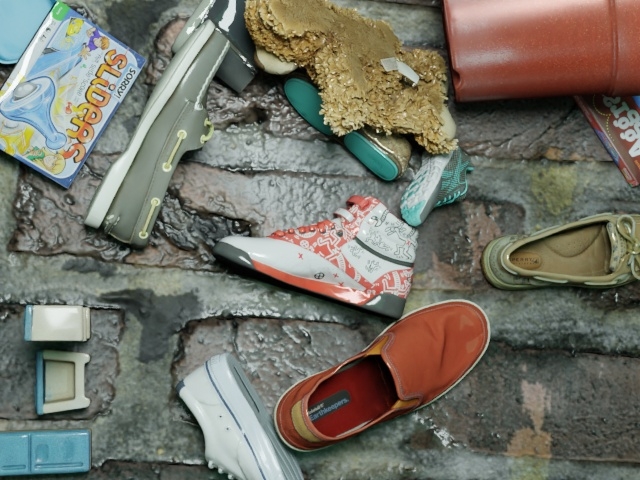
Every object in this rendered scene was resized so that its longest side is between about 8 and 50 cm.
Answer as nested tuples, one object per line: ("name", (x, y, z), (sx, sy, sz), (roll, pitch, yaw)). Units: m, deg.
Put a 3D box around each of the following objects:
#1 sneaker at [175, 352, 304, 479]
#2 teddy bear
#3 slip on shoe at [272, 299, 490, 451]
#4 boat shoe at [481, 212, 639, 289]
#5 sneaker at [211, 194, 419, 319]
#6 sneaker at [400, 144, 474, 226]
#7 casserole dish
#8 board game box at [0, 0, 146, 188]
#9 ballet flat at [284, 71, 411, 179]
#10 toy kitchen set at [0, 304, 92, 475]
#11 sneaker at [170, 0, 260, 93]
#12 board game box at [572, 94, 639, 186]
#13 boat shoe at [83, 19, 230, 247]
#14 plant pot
("sneaker", (-0.097, 0.273, 1.277), (0.091, 0.094, 0.258), (-29, 87, 10))
("teddy bear", (0.042, -0.219, 1.284), (0.338, 0.113, 0.245), (10, 54, -37))
("slip on shoe", (0.095, 0.175, 1.291), (0.331, 0.101, 0.123), (-24, 88, -22))
("boat shoe", (0.370, 0.020, 1.367), (0.285, 0.089, 0.104), (-10, 86, -11))
("sneaker", (0.000, 0.000, 1.310), (0.270, 0.090, 0.145), (18, 81, -11))
("sneaker", (0.166, -0.073, 1.336), (0.076, 0.065, 0.166), (41, 53, -15))
("casserole dish", (-0.408, -0.315, 1.299), (0.114, 0.037, 0.188), (-25, 90, -11))
("board game box", (-0.335, -0.187, 1.276), (0.136, 0.035, 0.201), (32, 82, -23))
("ballet flat", (0.041, -0.166, 1.352), (0.206, 0.073, 0.067), (42, 53, -6))
("toy kitchen set", (-0.343, 0.184, 1.194), (0.122, 0.166, 0.207), (-1, 84, -10))
("sneaker", (-0.094, -0.313, 1.335), (0.118, 0.083, 0.222), (34, 90, -9))
("board game box", (0.434, -0.234, 1.435), (0.145, 0.027, 0.281), (-34, 91, -10))
("boat shoe", (-0.194, -0.135, 1.271), (0.091, 0.109, 0.305), (30, 94, -16))
("plant pot", (0.294, -0.297, 1.292), (0.265, 0.272, 0.272), (-8, 86, 8))
